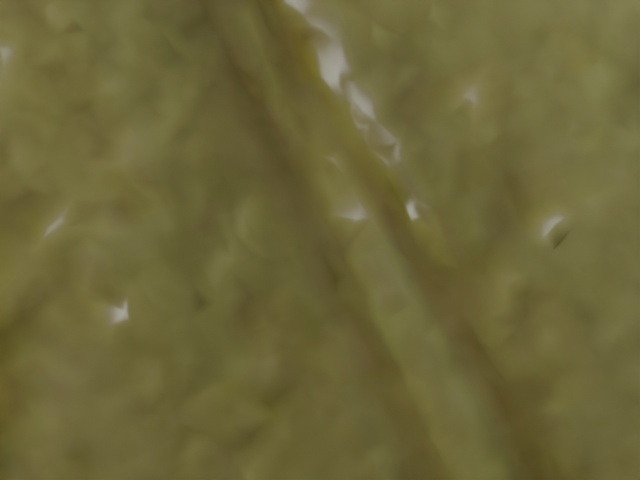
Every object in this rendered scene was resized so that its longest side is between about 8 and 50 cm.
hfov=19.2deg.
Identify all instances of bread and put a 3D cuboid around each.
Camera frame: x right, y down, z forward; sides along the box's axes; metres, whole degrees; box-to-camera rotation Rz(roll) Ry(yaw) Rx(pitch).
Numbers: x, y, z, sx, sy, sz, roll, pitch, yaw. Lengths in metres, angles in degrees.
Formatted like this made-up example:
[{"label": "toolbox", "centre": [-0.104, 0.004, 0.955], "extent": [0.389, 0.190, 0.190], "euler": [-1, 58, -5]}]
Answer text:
[{"label": "bread", "centre": [0.000, 0.000, 0.630], "extent": [0.279, 0.371, 0.390], "euler": [-24, -5, -5]}]
